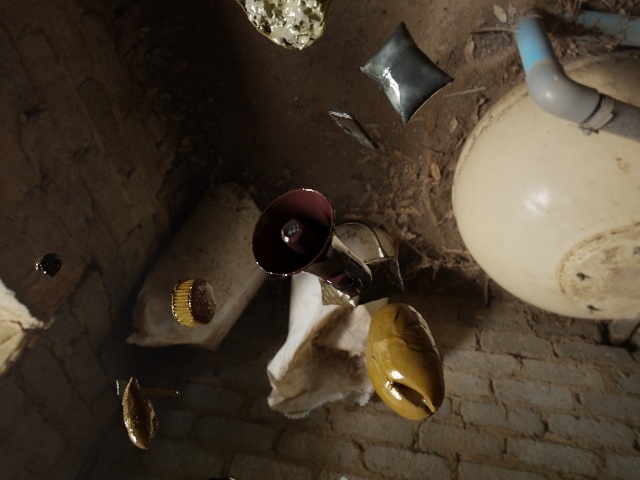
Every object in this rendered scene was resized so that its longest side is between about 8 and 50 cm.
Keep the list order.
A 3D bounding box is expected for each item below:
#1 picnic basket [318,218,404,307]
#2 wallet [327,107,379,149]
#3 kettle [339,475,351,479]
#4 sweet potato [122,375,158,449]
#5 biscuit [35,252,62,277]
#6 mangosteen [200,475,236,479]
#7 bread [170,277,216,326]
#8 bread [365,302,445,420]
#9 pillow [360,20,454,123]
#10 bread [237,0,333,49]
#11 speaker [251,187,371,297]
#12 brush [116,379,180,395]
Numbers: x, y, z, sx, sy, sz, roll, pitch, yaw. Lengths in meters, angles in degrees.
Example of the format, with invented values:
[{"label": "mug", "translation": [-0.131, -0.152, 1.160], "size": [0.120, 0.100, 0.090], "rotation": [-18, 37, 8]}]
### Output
[{"label": "picnic basket", "translation": [0.124, 0.071, 1.521], "size": [0.293, 0.337, 0.337], "rotation": [-13, 140, -27]}, {"label": "wallet", "translation": [0.120, -0.396, 1.455], "size": [0.122, 0.031, 0.232], "rotation": [29, -178, 35]}, {"label": "kettle", "translation": [0.008, 0.511, 0.609], "size": [0.165, 0.255, 0.240], "rotation": [52, 154, -20]}, {"label": "sweet potato", "translation": [-0.389, 0.369, 0.873], "size": [0.068, 0.206, 0.059], "rotation": [25, 102, -44]}, {"label": "biscuit", "translation": [-0.864, 0.081, 1.297], "size": [0.027, 0.087, 0.089], "rotation": [27, 108, 9]}, {"label": "mangosteen", "translation": [-0.339, 0.903, 1.239], "size": [0.331, 0.329, 0.329], "rotation": [7, 133, 7]}, {"label": "bread", "translation": [-0.477, 0.237, 1.563], "size": [0.104, 0.199, 0.199], "rotation": [-6, 130, 13]}, {"label": "bread", "translation": [0.101, 0.152, 0.544], "size": [0.078, 0.189, 0.114], "rotation": [26, 107, -13]}, {"label": "pillow", "translation": [0.250, -0.496, 1.213], "size": [0.186, 0.106, 0.249], "rotation": [-43, 73, 29]}, {"label": "bread", "translation": [-0.086, -0.594, 0.970], "size": [0.274, 0.149, 0.274], "rotation": [33, 170, 7]}, {"label": "speaker", "translation": [-0.018, 0.013, 0.965], "size": [0.259, 0.198, 0.329], "rotation": [37, 179, 31]}, {"label": "brush", "translation": [-0.568, 0.499, 1.355], "size": [0.205, 0.083, 0.011], "rotation": [21, 95, -33]}]
